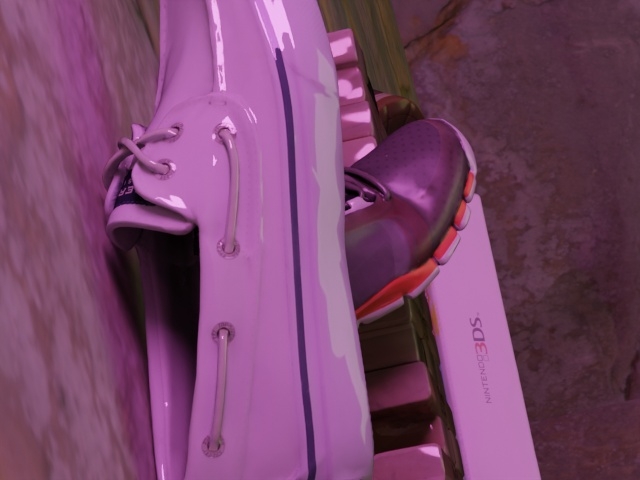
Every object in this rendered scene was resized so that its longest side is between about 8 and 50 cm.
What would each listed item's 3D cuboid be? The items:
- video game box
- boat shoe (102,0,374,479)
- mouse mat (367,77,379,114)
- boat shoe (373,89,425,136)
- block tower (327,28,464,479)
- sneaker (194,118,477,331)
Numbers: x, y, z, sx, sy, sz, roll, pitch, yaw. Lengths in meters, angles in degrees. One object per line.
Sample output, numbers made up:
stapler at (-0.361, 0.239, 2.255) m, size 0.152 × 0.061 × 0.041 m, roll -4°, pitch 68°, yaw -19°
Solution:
video game box at (0.063, 0.106, 1.078) m, size 0.187 × 0.048 × 0.205 m, roll 108°, pitch -22°, yaw -53°
boat shoe at (-0.037, -0.014, 0.651) m, size 0.083 × 0.076 × 0.226 m, roll 140°, pitch -59°, yaw -61°
mouse mat at (0.036, -0.007, 1.369) m, size 0.190 × 0.007 × 0.152 m, roll 69°, pitch 28°, yaw -43°
boat shoe at (0.058, -0.038, 1.498) m, size 0.073 × 0.080 × 0.223 m, roll 42°, pitch -19°, yaw 42°
block tower at (0.010, 0.085, 0.798) m, size 0.097 × 0.091 × 0.335 m, roll 59°, pitch 19°, yaw -70°
sneaker at (0.000, 0.000, 0.726) m, size 0.061 × 0.158 × 0.065 m, roll 16°, pitch -33°, yaw 46°
